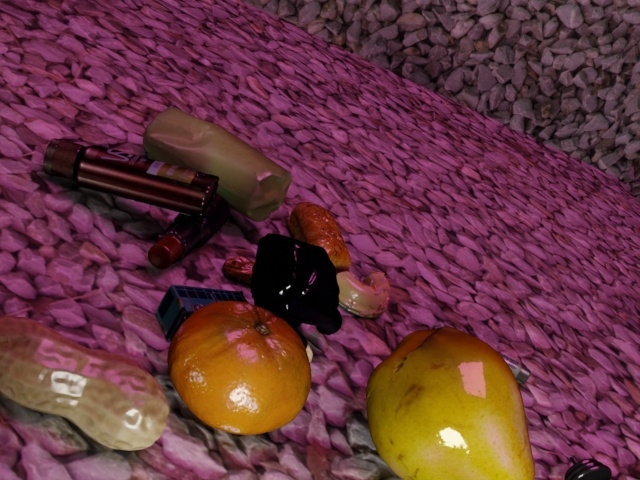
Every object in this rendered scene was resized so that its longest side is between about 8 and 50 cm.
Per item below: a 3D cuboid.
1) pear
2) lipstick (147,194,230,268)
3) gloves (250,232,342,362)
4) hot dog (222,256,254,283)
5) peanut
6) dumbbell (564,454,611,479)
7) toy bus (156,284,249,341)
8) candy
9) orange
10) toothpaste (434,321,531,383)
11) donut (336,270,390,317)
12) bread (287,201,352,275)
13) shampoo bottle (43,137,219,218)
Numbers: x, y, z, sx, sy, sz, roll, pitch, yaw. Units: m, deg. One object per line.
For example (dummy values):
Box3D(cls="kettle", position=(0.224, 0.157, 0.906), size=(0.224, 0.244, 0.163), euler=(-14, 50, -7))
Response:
Box3D(cls="pear", position=(0.235, 0.310, 1.643), size=(0.336, 0.285, 0.285), euler=(41, 24, -13))
Box3D(cls="lipstick", position=(-0.257, -0.018, 1.868), size=(0.081, 0.081, 0.299), euler=(34, 24, 2))
Box3D(cls="gloves", position=(-0.037, 0.113, 1.750), size=(0.152, 0.197, 0.301), euler=(8, -19, 9))
Box3D(cls="hot dog", position=(-0.152, 0.061, 1.902), size=(0.083, 0.035, 0.058), euler=(23, 24, -20))
Box3D(cls="peanut", position=(-0.352, 0.195, 1.351), size=(0.298, 0.120, 0.136), euler=(27, 2, -9))
Box3D(cls="dumbbell", position=(0.536, 0.496, 1.839), size=(0.099, 0.099, 0.208), euler=(15, 31, -33))
Box3D(cls="toy bus", position=(-0.197, 0.130, 1.680), size=(0.160, 0.079, 0.092), euler=(8, 35, -39))
Box3D(cls="candy", position=(-0.222, -0.170, 2.062), size=(0.343, 0.142, 0.132), euler=(31, 2, 23))
Box3D(cls="orange", position=(-0.124, 0.199, 1.535), size=(0.240, 0.171, 0.240), euler=(27, 25, -14))
Box3D(cls="toothpaste", position=(0.360, 0.249, 2.146), size=(0.239, 0.039, 0.062), euler=(30, 22, -2))
Box3D(cls="donut", position=(0.096, 0.111, 2.057), size=(0.166, 0.065, 0.108), euler=(6, 37, -43))
Box3D(cls="bread", position=(0.000, 0.000, 2.131), size=(0.114, 0.083, 0.211), euler=(21, 29, -32))
Box3D(cls="shampoo bottle", position=(-0.363, -0.124, 1.838), size=(0.323, 0.084, 0.129), euler=(15, 23, 2))
